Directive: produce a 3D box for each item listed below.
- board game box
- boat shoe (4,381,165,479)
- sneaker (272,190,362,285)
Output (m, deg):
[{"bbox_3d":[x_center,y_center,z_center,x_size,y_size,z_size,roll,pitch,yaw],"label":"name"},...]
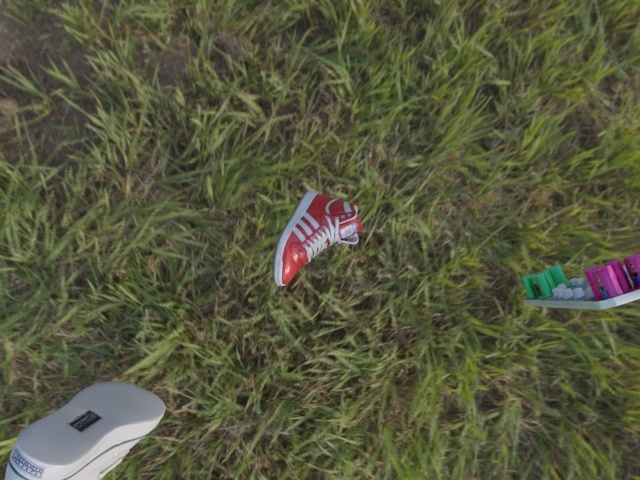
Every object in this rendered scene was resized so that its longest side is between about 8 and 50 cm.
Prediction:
[{"bbox_3d":[0.506,0.009,0.958,0.390,0.390,0.050,-19,85,2],"label":"board game box"},{"bbox_3d":[-0.276,0.236,0.806,0.095,0.258,0.084,30,100,15],"label":"boat shoe"},{"bbox_3d":[0.000,0.000,0.670,0.067,0.042,0.118,12,51,15],"label":"sneaker"}]
